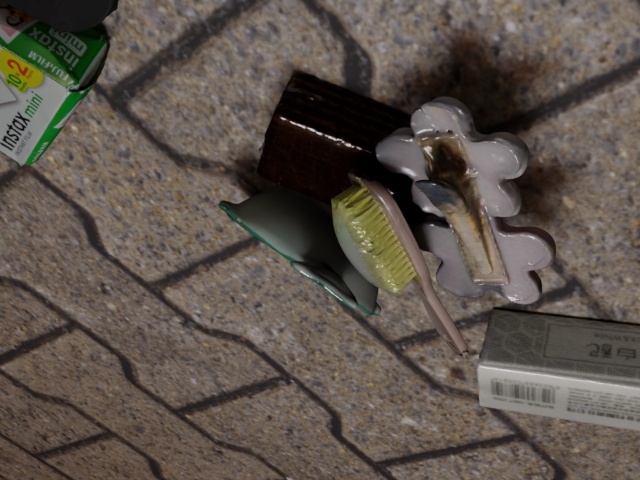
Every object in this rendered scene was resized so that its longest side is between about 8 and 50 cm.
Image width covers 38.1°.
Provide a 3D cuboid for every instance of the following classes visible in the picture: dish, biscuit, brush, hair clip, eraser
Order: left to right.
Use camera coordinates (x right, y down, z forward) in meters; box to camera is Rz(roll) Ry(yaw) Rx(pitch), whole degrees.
[{"bbox_3d":[0.000,0.000,1.018,0.224,0.078,0.246,36,180,-15],"label":"dish"},{"bbox_3d":[0.063,-0.076,0.958,0.252,0.070,0.106,21,142,-1],"label":"biscuit"},{"bbox_3d":[0.085,0.044,0.971,0.067,0.072,0.313,-37,135,-3],"label":"brush"},{"bbox_3d":[0.142,-0.025,0.879,0.146,0.075,0.257,-3,142,28],"label":"hair clip"},{"bbox_3d":[0.391,0.162,1.078,0.403,0.096,0.098,6,138,16],"label":"eraser"}]

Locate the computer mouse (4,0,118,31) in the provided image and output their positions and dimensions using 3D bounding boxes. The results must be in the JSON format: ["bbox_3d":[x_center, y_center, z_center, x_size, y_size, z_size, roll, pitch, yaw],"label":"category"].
[{"bbox_3d":[-0.300,-0.296,0.841,0.269,0.086,0.137,26,151,-20],"label":"computer mouse"}]

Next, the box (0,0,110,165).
[{"bbox_3d":[-0.361,-0.206,0.962,0.250,0.103,0.180,33,140,-16],"label":"box"}]
